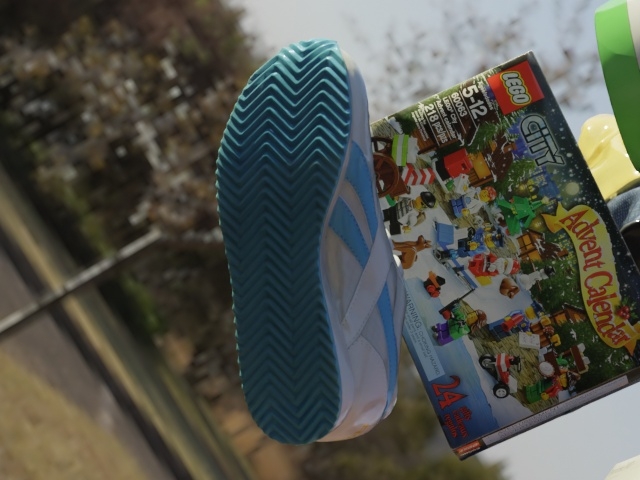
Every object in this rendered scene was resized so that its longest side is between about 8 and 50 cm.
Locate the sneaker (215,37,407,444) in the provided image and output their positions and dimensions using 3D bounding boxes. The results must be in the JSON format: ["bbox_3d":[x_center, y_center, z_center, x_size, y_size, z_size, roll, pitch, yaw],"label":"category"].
[{"bbox_3d":[0.000,0.000,1.095,0.092,0.087,0.229,4,85,-59],"label":"sneaker"}]

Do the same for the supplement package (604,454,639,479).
[{"bbox_3d":[0.324,0.390,2.039,0.175,0.293,0.177,39,-16,2],"label":"supplement package"}]

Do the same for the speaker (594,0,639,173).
[{"bbox_3d":[0.323,-0.129,1.156,0.131,0.296,0.131,-14,90,-74],"label":"speaker"}]

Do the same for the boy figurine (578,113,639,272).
[{"bbox_3d":[0.245,-0.020,1.564,0.092,0.177,0.285,32,22,-9],"label":"boy figurine"}]

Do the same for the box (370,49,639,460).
[{"bbox_3d":[0.118,0.008,1.282,0.044,0.159,0.233,52,14,-69],"label":"box"}]
